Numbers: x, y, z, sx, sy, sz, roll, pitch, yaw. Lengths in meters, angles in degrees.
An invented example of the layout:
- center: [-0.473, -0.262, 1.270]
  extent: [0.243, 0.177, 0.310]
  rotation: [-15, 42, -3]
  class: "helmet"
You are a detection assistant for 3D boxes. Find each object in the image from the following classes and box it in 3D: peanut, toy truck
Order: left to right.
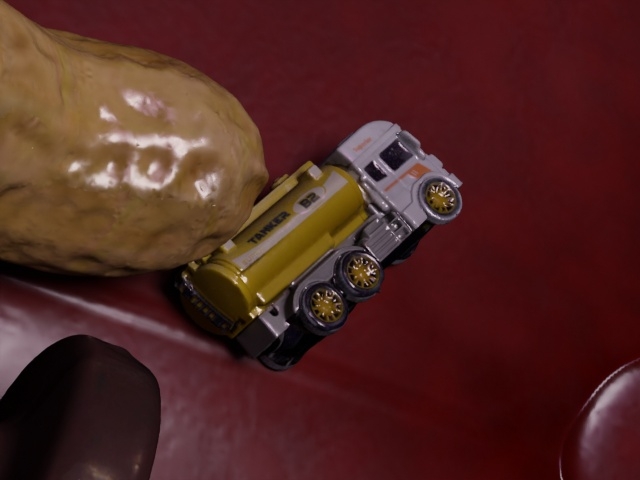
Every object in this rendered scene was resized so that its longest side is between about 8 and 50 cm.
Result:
- center: [-0.122, -0.042, 0.640]
  extent: [0.226, 0.108, 0.095]
  rotation: [16, 72, -29]
  class: "peanut"
- center: [0.000, 0.000, 0.733]
  extent: [0.063, 0.052, 0.123]
  rotation: [47, 55, 0]
  class: "toy truck"

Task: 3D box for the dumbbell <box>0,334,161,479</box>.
- center: [-0.171, 0.051, 0.552]
  extent: [0.225, 0.140, 0.124]
  rotation: [32, 15, -18]
  class: "dumbbell"
